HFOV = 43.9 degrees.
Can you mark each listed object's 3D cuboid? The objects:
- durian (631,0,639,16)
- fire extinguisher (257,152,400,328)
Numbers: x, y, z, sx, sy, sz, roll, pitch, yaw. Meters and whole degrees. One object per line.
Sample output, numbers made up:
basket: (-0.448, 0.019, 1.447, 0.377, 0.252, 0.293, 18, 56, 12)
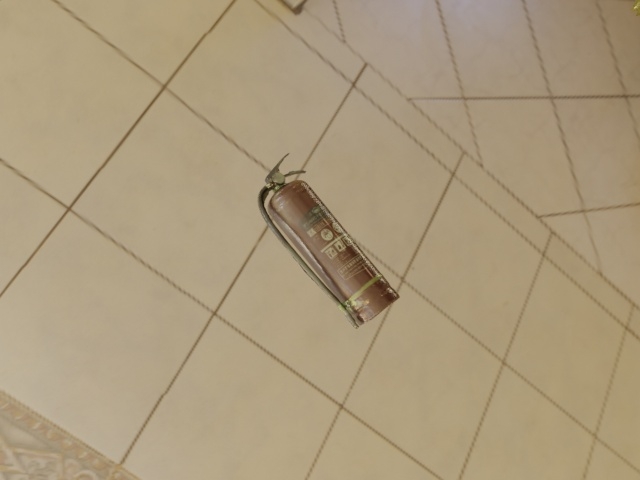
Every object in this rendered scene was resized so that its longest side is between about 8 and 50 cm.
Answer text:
durian: (0.340, -0.221, 0.565, 0.291, 0.224, 0.290, -5, 112, -14)
fire extinguisher: (0.000, 0.000, 0.666, 0.064, 0.043, 0.158, -35, 80, -31)
